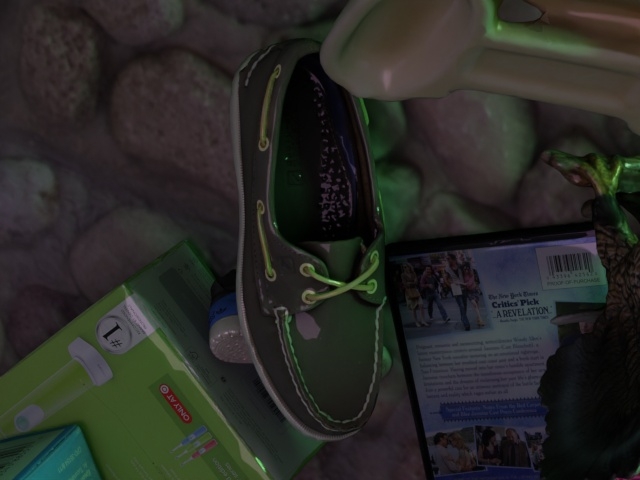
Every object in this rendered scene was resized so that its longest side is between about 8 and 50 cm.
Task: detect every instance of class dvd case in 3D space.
[{"bbox_3d":[0.154,0.115,1.493,0.180,0.022,0.253,-6,104,26],"label":"dvd case"}]

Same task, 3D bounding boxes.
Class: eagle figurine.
[{"bbox_3d":[0.242,0.053,1.258,0.226,0.225,0.298,-36,48,24],"label":"eagle figurine"}]

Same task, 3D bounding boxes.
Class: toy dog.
[{"bbox_3d":[0.161,-0.312,1.162,0.285,0.395,0.407,6,65,2],"label":"toy dog"}]

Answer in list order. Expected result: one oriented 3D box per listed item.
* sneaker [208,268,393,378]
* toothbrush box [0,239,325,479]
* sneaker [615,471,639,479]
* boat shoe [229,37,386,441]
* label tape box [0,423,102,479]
[{"bbox_3d":[-0.016,0.063,1.529,0.152,0.084,0.058,10,135,-16],"label":"sneaker"},{"bbox_3d":[-0.168,0.167,1.590,0.283,0.122,0.206,-37,91,27],"label":"toothbrush box"},{"bbox_3d":[0.266,0.178,1.423,0.103,0.111,0.252,-2,83,23],"label":"sneaker"},{"bbox_3d":[-0.004,0.001,1.438,0.109,0.091,0.305,-8,90,-20],"label":"boat shoe"},{"bbox_3d":[-0.213,0.344,1.467,0.106,0.240,0.333,-14,104,25],"label":"label tape box"}]
